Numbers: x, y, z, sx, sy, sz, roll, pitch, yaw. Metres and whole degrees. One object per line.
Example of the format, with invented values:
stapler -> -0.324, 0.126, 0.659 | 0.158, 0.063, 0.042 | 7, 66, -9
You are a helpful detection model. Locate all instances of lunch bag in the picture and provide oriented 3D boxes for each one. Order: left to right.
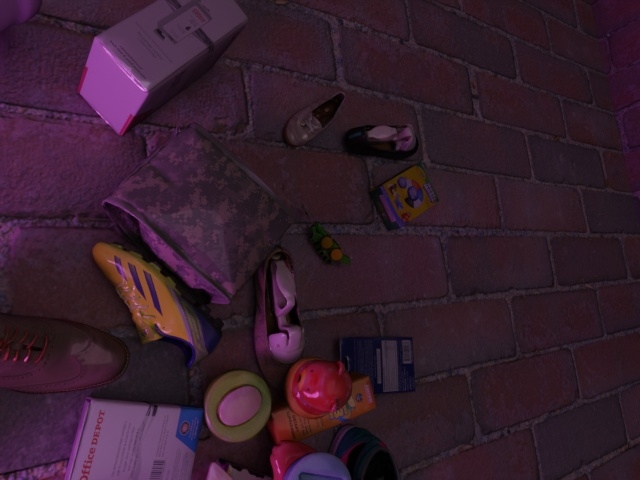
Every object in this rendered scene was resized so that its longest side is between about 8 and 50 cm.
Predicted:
lunch bag -> -0.232, -0.052, 0.871 | 0.287, 0.168, 0.235 | 48, 58, -20

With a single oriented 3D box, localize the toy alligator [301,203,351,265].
toy alligator -> 0.000, 0.000, 1.086 | 0.051, 0.056, 0.190 | -39, 105, 8

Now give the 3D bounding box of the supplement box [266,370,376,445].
supplement box -> 0.000, 0.353, 0.964 | 0.233, 0.080, 0.078 | -13, 86, -27

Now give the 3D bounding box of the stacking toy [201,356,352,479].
stacking toy -> -0.067, 0.359, 0.812 | 0.279, 0.130, 0.310 | 8, 70, -21

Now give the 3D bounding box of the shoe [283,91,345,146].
shoe -> -0.011, -0.311, 1.143 | 0.077, 0.058, 0.219 | 51, 57, -13

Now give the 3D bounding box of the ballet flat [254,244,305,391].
ballet flat -> -0.084, 0.161, 0.956 | 0.107, 0.106, 0.317 | -7, 83, -34

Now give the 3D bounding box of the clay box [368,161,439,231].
clay box -> 0.247, -0.131, 1.277 | 0.222, 0.053, 0.128 | -33, 98, -34

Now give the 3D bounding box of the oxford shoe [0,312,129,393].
oxford shoe -> -0.464, 0.169, 0.686 | 0.347, 0.130, 0.123 | 15, 71, -30

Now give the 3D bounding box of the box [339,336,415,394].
box -> 0.134, 0.305, 1.109 | 0.225, 0.036, 0.137 | 8, 75, -31

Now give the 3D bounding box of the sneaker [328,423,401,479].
sneaker -> 0.076, 0.541, 0.930 | 0.123, 0.178, 0.296 | 31, 64, -24

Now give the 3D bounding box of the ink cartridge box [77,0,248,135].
ink cartridge box -> -0.299, -0.354, 0.872 | 0.117, 0.207, 0.283 | 48, 57, -17

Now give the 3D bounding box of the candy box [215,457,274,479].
candy box -> -0.118, 0.534, 0.868 | 0.233, 0.071, 0.159 | 30, 63, -24

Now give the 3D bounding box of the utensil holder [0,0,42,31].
utensil holder -> -0.642, -0.347, 0.579 | 0.327, 0.327, 0.386 | 43, 62, -18

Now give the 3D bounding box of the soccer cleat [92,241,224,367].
soccer cleat -> -0.307, 0.119, 0.828 | 0.289, 0.093, 0.121 | 45, 66, -17

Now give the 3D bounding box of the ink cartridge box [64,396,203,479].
ink cartridge box -> -0.314, 0.348, 0.775 | 0.190, 0.082, 0.140 | 17, 70, -28

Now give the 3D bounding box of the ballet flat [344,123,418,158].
ballet flat -> 0.195, -0.275, 1.249 | 0.280, 0.096, 0.096 | -11, 85, -35
